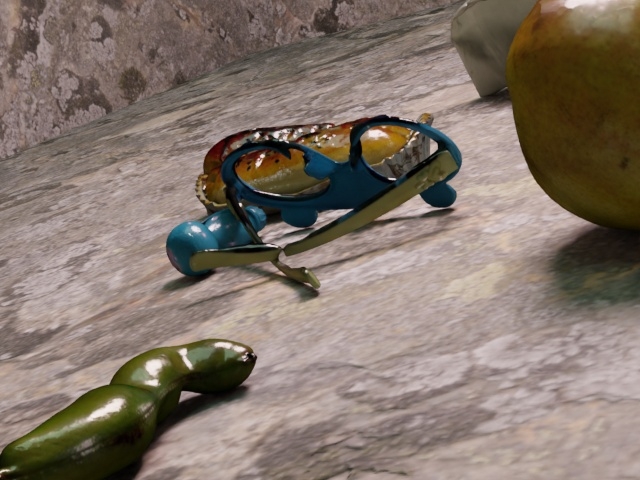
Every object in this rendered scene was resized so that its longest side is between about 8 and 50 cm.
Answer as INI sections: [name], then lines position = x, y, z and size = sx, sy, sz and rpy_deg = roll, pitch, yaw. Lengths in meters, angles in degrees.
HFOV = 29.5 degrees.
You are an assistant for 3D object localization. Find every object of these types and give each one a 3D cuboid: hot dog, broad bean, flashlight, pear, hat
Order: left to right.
[broad bean]
position = -0.118, 0.105, 0.708
size = 0.070, 0.048, 0.214
rpy_deg = -7, 14, 38
[flashlight]
position = -0.092, -0.004, 1.119
size = 0.051, 0.051, 0.129
rpy_deg = -7, 12, 36
[hot dog]
position = -0.010, -0.084, 1.266
size = 0.270, 0.081, 0.162
rpy_deg = -12, 16, 17
[hat]
position = 0.329, -0.291, 1.495
size = 0.301, 0.168, 0.258
rpy_deg = -26, 17, -33
[pear]
position = 0.220, -0.098, 0.821
size = 0.200, 0.200, 0.200
rpy_deg = -16, 14, 4

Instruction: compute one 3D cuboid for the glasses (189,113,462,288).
[glasses]
position = -0.011, -0.035, 1.018
size = 0.239, 0.102, 0.207
rpy_deg = -8, 16, 31
